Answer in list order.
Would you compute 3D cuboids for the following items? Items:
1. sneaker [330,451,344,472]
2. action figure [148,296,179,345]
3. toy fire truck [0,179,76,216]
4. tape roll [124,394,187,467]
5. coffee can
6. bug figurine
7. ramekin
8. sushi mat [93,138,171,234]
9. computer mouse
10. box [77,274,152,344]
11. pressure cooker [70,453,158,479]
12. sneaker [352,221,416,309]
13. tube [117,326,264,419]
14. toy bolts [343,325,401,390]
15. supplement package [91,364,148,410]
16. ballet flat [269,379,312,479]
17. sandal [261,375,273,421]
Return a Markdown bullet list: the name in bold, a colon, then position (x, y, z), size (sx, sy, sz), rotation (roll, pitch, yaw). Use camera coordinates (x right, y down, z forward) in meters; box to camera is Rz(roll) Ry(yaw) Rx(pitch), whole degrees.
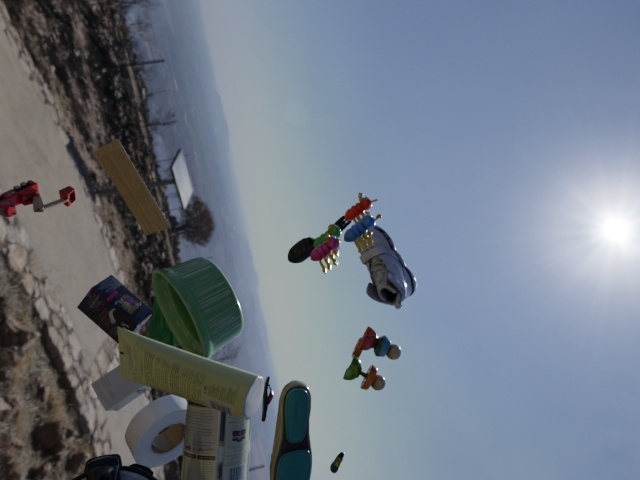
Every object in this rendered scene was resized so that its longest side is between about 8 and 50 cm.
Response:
- **sneaker**: position (0.060, 0.789, 1.597), size (0.083, 0.031, 0.035), rotation (-46, 157, -55)
- **action figure**: position (-0.515, 0.235, 1.505), size (0.063, 0.137, 0.232), rotation (75, 12, -82)
- **toy fire truck**: position (-0.861, -0.121, 1.350), size (0.192, 0.135, 0.047), rotation (-54, 167, -48)
- **tape roll**: position (-0.628, 0.766, 1.807), size (0.100, 0.286, 0.286), rotation (34, -39, 41)
- **coffee can**: position (-0.311, 0.609, 1.350), size (0.201, 0.201, 0.276), rotation (118, -26, -77)
- **bug figurine**: position (0.064, -0.025, 1.162), size (0.072, 0.216, 0.279), rotation (48, 14, -11)
- **ramekin**: position (-0.362, 0.197, 1.338), size (0.303, 0.148, 0.303), rotation (33, -43, 37)
- **sushi mat**: position (-0.602, -0.161, 1.434), size (0.019, 0.151, 0.317), rotation (-45, 114, -49)
- **computer mouse**: position (0.000, 0.000, 1.423), size (0.041, 0.242, 0.071), rotation (53, 8, -35)
- **box**: position (-0.950, 0.323, 2.083), size (0.270, 0.165, 0.143), rotation (44, 24, -4)
- **pressure cooker**: position (-0.546, 0.785, 1.125), size (0.375, 0.369, 0.420), rotation (-47, 166, -50)
- **sneaker**: position (0.227, 0.095, 1.719), size (0.366, 0.137, 0.210), rotation (53, 29, -2)
- **tube**: position (-0.201, 0.194, 0.656), size (0.062, 0.240, 0.070), rotation (63, 41, -62)
- **toy bolts**: position (0.217, 0.454, 1.761), size (0.229, 0.158, 0.218), rotation (-67, 174, 27)
- **supplement package**: position (-0.630, 0.463, 1.472), size (0.105, 0.179, 0.105), rotation (51, -16, 14)
- **ballet flat**: position (-0.060, 0.403, 0.892), size (0.086, 0.086, 0.249), rotation (142, -45, -81)
- **sandal**: position (-0.218, 0.660, 1.865), size (0.067, 0.040, 0.179), rotation (117, -23, -59)
